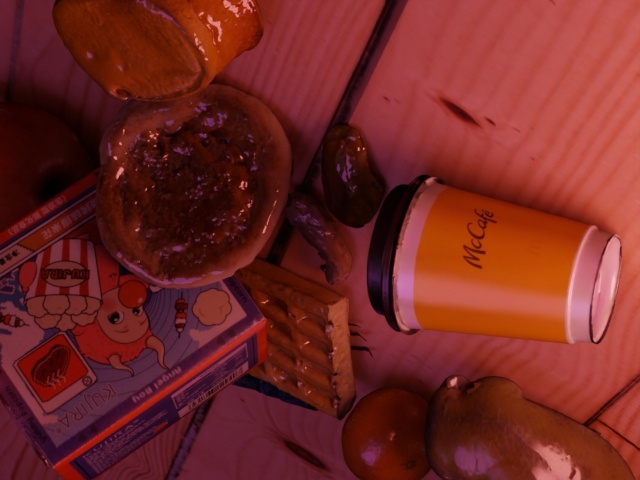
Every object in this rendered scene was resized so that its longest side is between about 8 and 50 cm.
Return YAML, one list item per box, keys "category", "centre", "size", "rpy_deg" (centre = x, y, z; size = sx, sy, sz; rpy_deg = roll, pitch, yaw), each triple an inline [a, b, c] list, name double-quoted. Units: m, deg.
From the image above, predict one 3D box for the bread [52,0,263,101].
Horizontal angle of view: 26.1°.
- category: "bread"
  centre: [-0.196, -0.270, 1.662]
  size: [0.269, 0.142, 0.195]
  rpy_deg: [4, 137, 44]

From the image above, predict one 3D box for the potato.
- category: "potato"
  centre: [0.282, 0.322, 1.879]
  size: [0.351, 0.202, 0.218]
  rpy_deg: [50, 134, -5]

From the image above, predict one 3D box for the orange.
- category: "orange"
  centre: [0.104, 0.292, 2.067]
  size: [0.136, 0.159, 0.159]
  rpy_deg: [55, 166, 46]

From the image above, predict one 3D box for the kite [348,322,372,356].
- category: "kite"
  centre: [-0.006, 0.145, 2.111]
  size: [0.229, 0.016, 0.127]
  rpy_deg: [6, 139, 44]

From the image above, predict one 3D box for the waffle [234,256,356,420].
- category: "waffle"
  centre: [-0.053, 0.138, 2.084]
  size: [0.221, 0.055, 0.248]
  rpy_deg: [24, 140, 29]

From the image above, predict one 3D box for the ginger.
- category: "ginger"
  centre: [0.003, 0.001, 1.891]
  size: [0.069, 0.051, 0.173]
  rpy_deg: [10, 136, 41]

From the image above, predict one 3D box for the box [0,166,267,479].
- category: "box"
  centre: [-0.298, 0.112, 1.920]
  size: [0.318, 0.348, 0.257]
  rpy_deg: [54, 169, 12]

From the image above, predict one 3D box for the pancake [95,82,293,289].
- category: "pancake"
  centre: [-0.167, -0.073, 1.788]
  size: [0.282, 0.282, 0.049]
  rpy_deg: [32, -176, 10]

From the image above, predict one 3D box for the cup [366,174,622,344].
- category: "cup"
  centre: [0.201, 0.033, 1.624]
  size: [0.279, 0.196, 0.196]
  rpy_deg: [11, 139, 24]

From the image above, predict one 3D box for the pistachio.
- category: "pistachio"
  centre: [0.037, -0.070, 1.770]
  size: [0.089, 0.049, 0.173]
  rpy_deg: [21, 144, 23]

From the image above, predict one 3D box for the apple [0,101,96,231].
- category: "apple"
  centre: [-0.464, -0.083, 2.064]
  size: [0.241, 0.242, 0.242]
  rpy_deg: [5, 135, 35]

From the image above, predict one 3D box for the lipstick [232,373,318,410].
- category: "lipstick"
  centre: [-0.088, 0.237, 2.266]
  size: [0.234, 0.053, 0.053]
  rpy_deg: [4, 134, 44]
